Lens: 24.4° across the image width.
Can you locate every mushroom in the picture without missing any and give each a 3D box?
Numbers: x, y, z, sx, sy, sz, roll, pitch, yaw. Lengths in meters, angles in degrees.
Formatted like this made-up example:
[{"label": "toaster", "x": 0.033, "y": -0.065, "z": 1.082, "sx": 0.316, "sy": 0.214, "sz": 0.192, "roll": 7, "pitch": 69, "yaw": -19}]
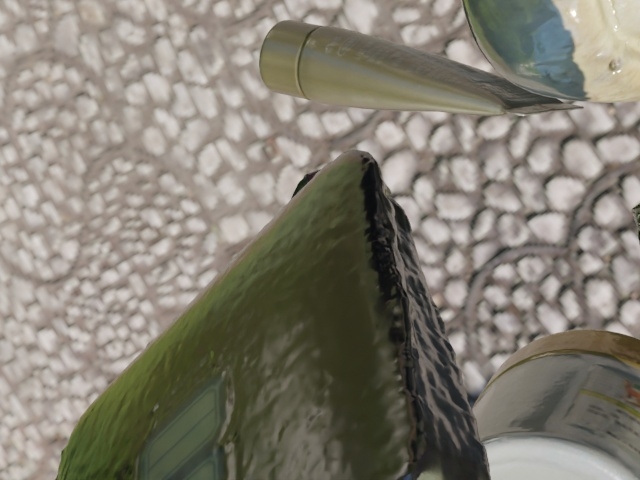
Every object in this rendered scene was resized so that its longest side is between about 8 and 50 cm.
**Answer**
[{"label": "mushroom", "x": 0.240, "y": -0.219, "z": 1.135, "sx": 0.234, "sy": 0.260, "sz": 0.254, "roll": 2, "pitch": 138, "yaw": 42}]

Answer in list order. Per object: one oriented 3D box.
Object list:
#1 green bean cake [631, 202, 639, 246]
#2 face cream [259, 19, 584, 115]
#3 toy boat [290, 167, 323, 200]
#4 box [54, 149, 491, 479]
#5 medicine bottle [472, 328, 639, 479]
[{"label": "green bean cake", "x": 0.253, "y": 0.073, "z": 0.774, "sx": 0.113, "sy": 0.200, "sz": 0.214, "roll": -26, "pitch": 116, "yaw": 10}, {"label": "face cream", "x": 0.092, "y": -0.166, "z": 1.540, "sx": 0.341, "sy": 0.137, "sz": 0.084, "roll": 16, "pitch": 105, "yaw": 32}, {"label": "toy boat", "x": 0.000, "y": 0.000, "z": 1.277, "sx": 0.060, "sy": 0.060, "sz": 0.137, "roll": 22, "pitch": 103, "yaw": 60}, {"label": "box", "x": -0.052, "y": 0.146, "z": 0.930, "sx": 0.091, "sy": 0.350, "sz": 0.359, "roll": 35, "pitch": 114, "yaw": -27}, {"label": "medicine bottle", "x": 0.222, "y": 0.227, "z": 1.290, "sx": 0.237, "sy": 0.232, "sz": 0.238, "roll": 8, "pitch": 113, "yaw": 20}]
